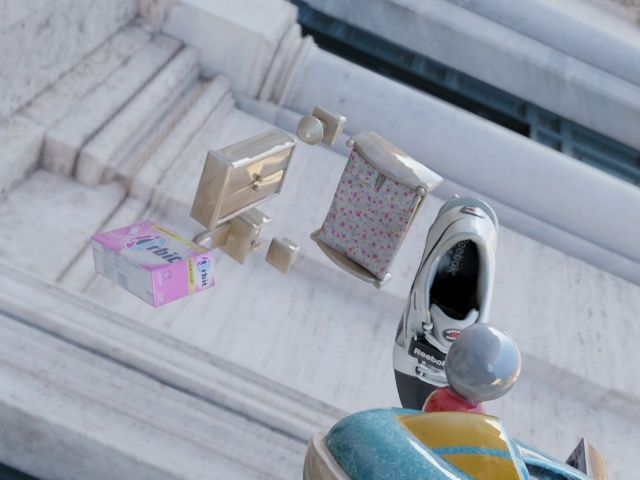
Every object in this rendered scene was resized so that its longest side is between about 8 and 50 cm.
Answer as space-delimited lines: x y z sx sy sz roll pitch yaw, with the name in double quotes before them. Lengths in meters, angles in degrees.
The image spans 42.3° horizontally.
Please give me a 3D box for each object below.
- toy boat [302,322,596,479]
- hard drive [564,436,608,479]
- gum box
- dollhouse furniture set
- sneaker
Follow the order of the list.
"toy boat" 0.120 0.163 0.598 0.318 0.267 0.148 -90 -156 -80
"hard drive" 0.326 0.417 1.169 0.255 0.054 0.172 -63 171 16
"gum box" -0.262 0.030 1.273 0.107 0.188 0.062 -20 120 -39
"dollhouse furniture set" 0.000 0.000 1.205 0.174 0.355 0.303 -30 150 -50
"sneaker" 0.158 0.116 1.080 0.146 0.122 0.331 -57 154 -72
